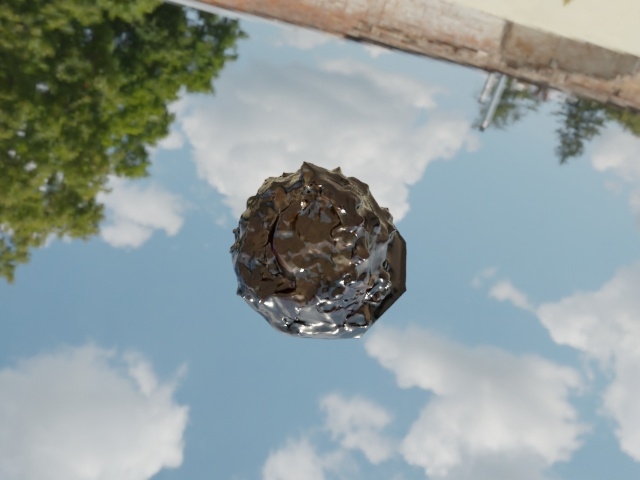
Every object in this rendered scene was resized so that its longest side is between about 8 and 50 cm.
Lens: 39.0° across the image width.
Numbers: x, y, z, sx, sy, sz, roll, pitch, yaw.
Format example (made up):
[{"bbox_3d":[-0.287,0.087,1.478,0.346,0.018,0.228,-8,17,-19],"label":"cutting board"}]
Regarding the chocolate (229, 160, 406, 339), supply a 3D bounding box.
[{"bbox_3d":[0.000,0.000,1.061,0.224,0.206,0.177,44,164,7],"label":"chocolate"}]
